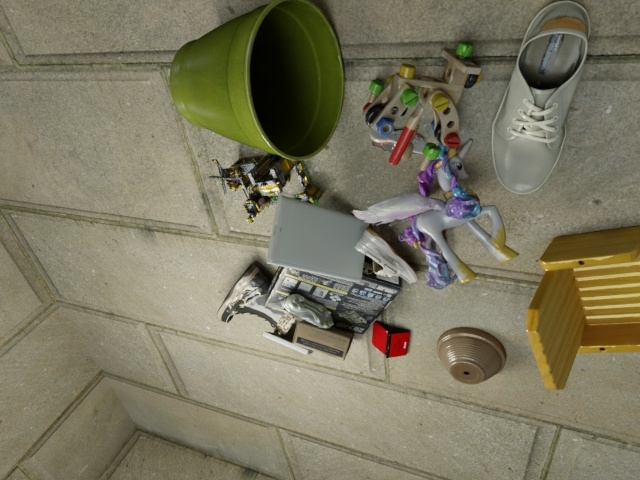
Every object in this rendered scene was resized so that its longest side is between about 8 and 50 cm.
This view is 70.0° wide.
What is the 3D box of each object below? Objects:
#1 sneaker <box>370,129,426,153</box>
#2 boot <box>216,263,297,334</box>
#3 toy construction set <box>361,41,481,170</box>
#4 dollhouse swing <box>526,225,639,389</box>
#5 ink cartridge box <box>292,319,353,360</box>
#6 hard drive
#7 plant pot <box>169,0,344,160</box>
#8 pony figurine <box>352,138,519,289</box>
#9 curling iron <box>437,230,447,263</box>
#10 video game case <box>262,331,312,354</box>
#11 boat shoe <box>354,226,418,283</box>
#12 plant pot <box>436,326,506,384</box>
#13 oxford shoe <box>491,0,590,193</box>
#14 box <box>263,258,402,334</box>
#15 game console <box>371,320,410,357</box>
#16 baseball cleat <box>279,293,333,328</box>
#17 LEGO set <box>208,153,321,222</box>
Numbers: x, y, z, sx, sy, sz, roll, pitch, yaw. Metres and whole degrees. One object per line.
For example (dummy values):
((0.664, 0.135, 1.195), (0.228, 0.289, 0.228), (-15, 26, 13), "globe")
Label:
((0.214, -0.267, 1.261), (0.158, 0.061, 0.064), (20, 159, 12), "sneaker")
((-0.251, 0.286, 1.886), (0.284, 0.138, 0.377), (35, 128, -3), "boot")
((0.241, -0.328, 1.036), (0.258, 0.308, 0.237), (22, 128, -1), "toy construction set")
((0.736, 0.200, 1.189), (0.316, 0.305, 0.346), (-10, 120, 33), "dollhouse swing")
((0.017, 0.356, 1.681), (0.194, 0.235, 0.088), (15, 88, 10), "ink cartridge box")
((0.000, 0.000, 1.391), (0.308, 0.202, 0.040), (14, 169, -26), "hard drive")
((-0.186, -0.401, 1.174), (0.353, 0.366, 0.366), (11, 131, 34), "plant pot")
((0.303, -0.058, 1.225), (0.351, 0.303, 0.363), (-26, 86, 16), "pony figurine")
((0.387, 0.020, 1.405), (0.068, 0.035, 0.273), (10, 130, 20), "curling iron")
((-0.133, 0.436, 1.945), (0.202, 0.023, 0.183), (21, 170, 11), "video game case")
((0.205, 0.068, 1.449), (0.096, 0.098, 0.277), (-47, 120, 3), "boat shoe")
((0.524, 0.427, 1.615), (0.238, 0.109, 0.237), (13, 130, 16), "plant pot")
((0.488, -0.291, 1.041), (0.169, 0.130, 0.448), (12, 132, 16), "oxford shoe")
((0.036, 0.172, 1.592), (0.396, 0.097, 0.318), (17, 133, -11), "box")
((0.271, 0.378, 1.770), (0.124, 0.085, 0.143), (-7, 129, -7), "game console")
((-0.051, 0.242, 1.572), (0.110, 0.072, 0.206), (-16, 133, 45), "baseball cleat")
((-0.179, -0.154, 1.446), (0.332, 0.192, 0.254), (3, 127, 25), "LEGO set")
